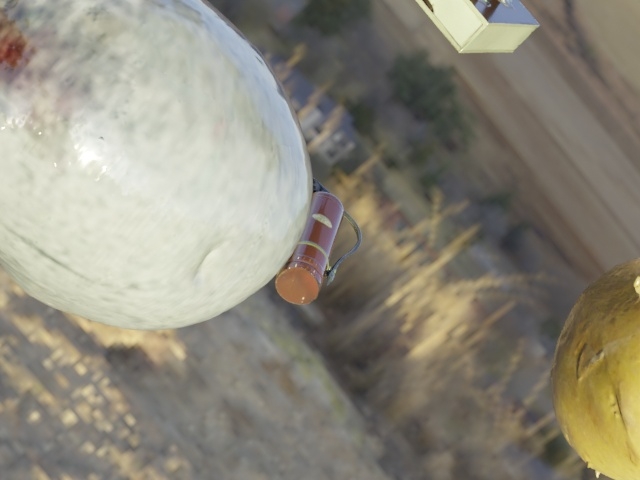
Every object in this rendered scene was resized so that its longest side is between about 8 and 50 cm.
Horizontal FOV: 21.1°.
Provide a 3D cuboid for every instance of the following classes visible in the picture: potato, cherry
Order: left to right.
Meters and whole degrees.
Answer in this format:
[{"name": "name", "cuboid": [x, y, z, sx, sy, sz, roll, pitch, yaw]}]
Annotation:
[{"name": "cherry", "cuboid": [-0.132, -0.062, 1.100, 0.255, 0.218, 0.296, 52, 3, 19]}, {"name": "potato", "cuboid": [0.300, 0.122, 1.704, 0.116, 0.239, 0.299, 11, 6, -10]}]

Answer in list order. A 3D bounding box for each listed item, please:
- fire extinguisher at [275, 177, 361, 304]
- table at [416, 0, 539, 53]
[{"name": "fire extinguisher", "cuboid": [0.000, 0.000, 1.633, 0.078, 0.045, 0.157, 32, 36, -12]}, {"name": "table", "cuboid": [0.119, -0.300, 1.620, 0.240, 0.111, 0.121, 52, 27, 14]}]
